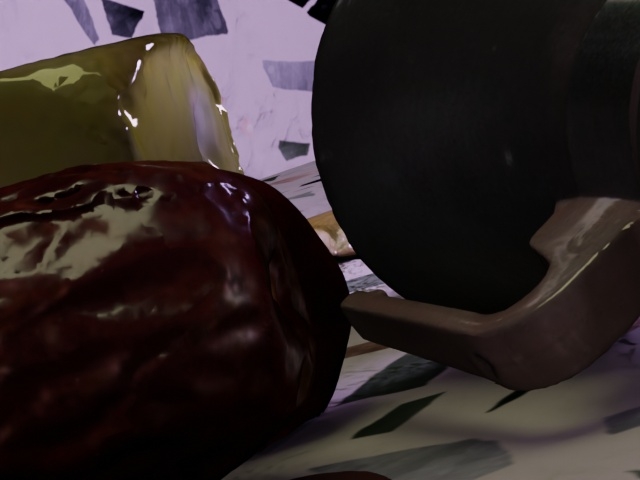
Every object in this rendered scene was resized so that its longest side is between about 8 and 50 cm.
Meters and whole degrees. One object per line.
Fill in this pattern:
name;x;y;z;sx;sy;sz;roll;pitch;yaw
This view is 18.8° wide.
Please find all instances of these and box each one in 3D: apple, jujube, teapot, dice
apple;-0.060;0.032;1.042;0.156;0.147;0.158;21;12;-11
jujube;-0.125;0.064;0.879;0.243;0.183;0.183;-16;5;7
teapot;0.144;-0.050;0.968;0.300;0.253;0.344;-43;18;-15
dice;-0.180;-0.007;1.358;0.227;0.238;0.233;-13;5;18

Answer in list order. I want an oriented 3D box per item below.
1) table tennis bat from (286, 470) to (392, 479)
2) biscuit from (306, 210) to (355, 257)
table tennis bat;-0.027;0.126;0.751;0.138;0.022;0.246;-17;4;-6
biscuit;-0.001;0.000;1.781;0.299;0.045;0.154;-20;5;-36
